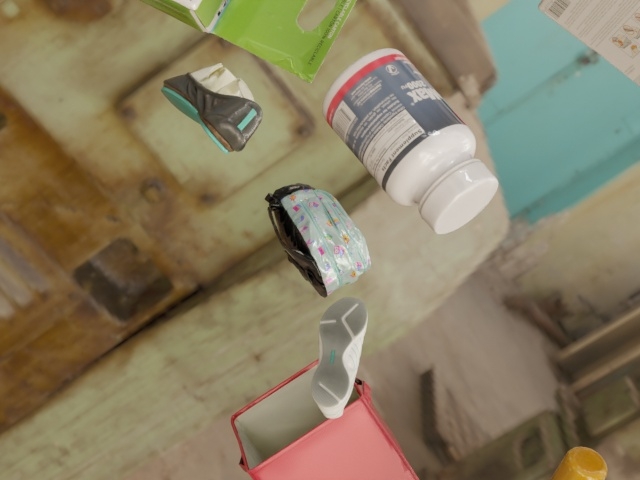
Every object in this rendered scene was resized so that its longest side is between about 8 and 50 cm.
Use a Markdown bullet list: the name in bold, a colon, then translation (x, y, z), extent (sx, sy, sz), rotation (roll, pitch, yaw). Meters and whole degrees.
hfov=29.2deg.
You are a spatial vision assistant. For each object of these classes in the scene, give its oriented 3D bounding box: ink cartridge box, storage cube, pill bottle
- **ink cartridge box**: translation (-0.083, -0.314, 1.321), extent (0.255, 0.188, 0.097), rotation (28, -3, 10)
- **storage cube**: translation (0.008, 0.308, 1.753), extent (0.193, 0.215, 0.183), rotation (56, -1, -20)
- **ink cartridge box**: translation (0.507, -0.388, 2.034), extent (0.239, 0.060, 0.275), rotation (37, -15, 2)
- **pill bottle**: translation (0.094, -0.098, 1.244), extent (0.180, 0.108, 0.108), rotation (52, 14, 22)

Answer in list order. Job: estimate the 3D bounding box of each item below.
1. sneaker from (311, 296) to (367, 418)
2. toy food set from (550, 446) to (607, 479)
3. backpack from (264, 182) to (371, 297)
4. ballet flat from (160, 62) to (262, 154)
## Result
- **sneaker**: translation (0.020, 0.136, 1.425), extent (0.061, 0.054, 0.152), rotation (83, 20, -56)
- **toy food set**: translation (0.319, 0.267, 1.120), extent (0.232, 0.104, 0.111), rotation (8, 40, -17)
- **backpack**: translation (0.000, 0.000, 1.945), extent (0.182, 0.115, 0.152), rotation (54, -7, 48)
- **ballet flat**: translation (-0.152, -0.204, 1.823), extent (0.095, 0.096, 0.280), rotation (47, -2, -34)
